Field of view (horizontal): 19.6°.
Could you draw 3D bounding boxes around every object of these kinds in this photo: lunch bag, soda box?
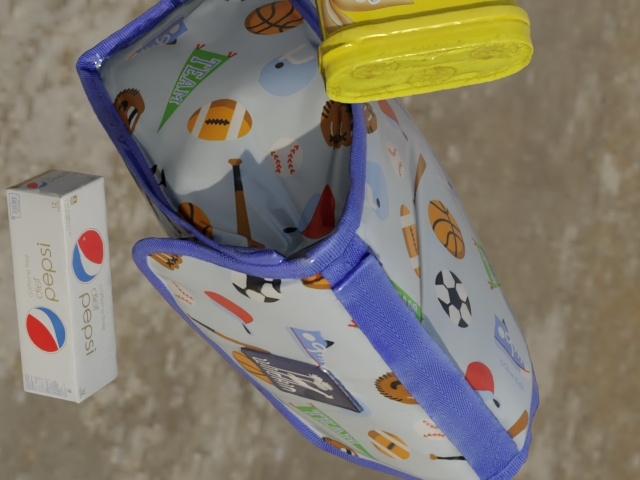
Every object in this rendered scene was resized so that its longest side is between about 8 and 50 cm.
[{"bbox_3d":[0.000,0.000,1.476,0.239,0.385,0.328,-37,132,2],"label":"lunch bag"},{"bbox_3d":[-0.251,0.043,1.807,0.074,0.069,0.216,-33,127,-55],"label":"soda box"}]

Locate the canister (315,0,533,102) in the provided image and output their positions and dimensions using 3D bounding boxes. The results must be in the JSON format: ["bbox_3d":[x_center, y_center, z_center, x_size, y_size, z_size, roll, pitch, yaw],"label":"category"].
[{"bbox_3d":[0.049,-0.179,1.109,0.073,0.126,0.170,90,-11,-75],"label":"canister"}]
